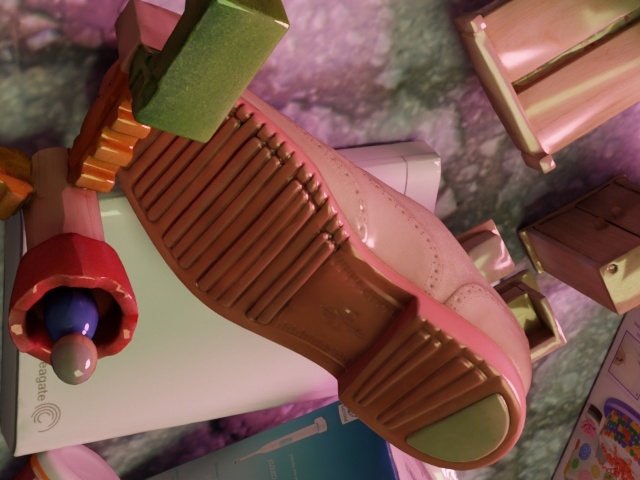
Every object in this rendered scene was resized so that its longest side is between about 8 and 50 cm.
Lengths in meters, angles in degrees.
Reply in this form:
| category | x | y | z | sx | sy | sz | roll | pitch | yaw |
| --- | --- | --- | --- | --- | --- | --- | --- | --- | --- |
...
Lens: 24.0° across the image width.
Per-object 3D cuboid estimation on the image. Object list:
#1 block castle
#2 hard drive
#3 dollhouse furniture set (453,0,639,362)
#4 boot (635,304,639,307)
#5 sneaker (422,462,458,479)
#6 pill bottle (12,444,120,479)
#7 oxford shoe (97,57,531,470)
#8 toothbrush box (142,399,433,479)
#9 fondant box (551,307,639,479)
| category | x | y | z | sx | sy | sz | roll | pitch | yaw |
| --- | --- | --- | --- | --- | --- | --- | --- | --- | --- |
| block castle | -0.155 | -0.133 | 0.860 | 0.303 | 0.212 | 0.453 | 20 | 125 | -31 |
| hard drive | -0.079 | 0.044 | 1.223 | 0.353 | 0.047 | 0.233 | -8 | 125 | -25 |
| dollhouse furniture set | 0.174 | -0.122 | 1.254 | 0.303 | 0.174 | 0.355 | -30 | 107 | -7 |
| boot | 0.352 | 0.016 | 1.257 | 0.096 | 0.280 | 0.264 | 42 | 57 | -24 |
| sneaker | 0.067 | 0.287 | 1.453 | 0.115 | 0.090 | 0.232 | -6 | 123 | -23 |
| pill bottle | -0.237 | 0.244 | 1.243 | 0.086 | 0.086 | 0.152 | 29 | 104 | -40 |
| oxford shoe | 0.000 | 0.000 | 1.126 | 0.397 | 0.146 | 0.140 | 46 | 121 | -7 |
| toothbrush box | -0.038 | 0.283 | 1.312 | 0.296 | 0.126 | 0.216 | -22 | 133 | 9 |
| fondant box | 0.371 | 0.203 | 1.468 | 0.096 | 0.238 | 0.330 | 2 | 120 | -33 |
